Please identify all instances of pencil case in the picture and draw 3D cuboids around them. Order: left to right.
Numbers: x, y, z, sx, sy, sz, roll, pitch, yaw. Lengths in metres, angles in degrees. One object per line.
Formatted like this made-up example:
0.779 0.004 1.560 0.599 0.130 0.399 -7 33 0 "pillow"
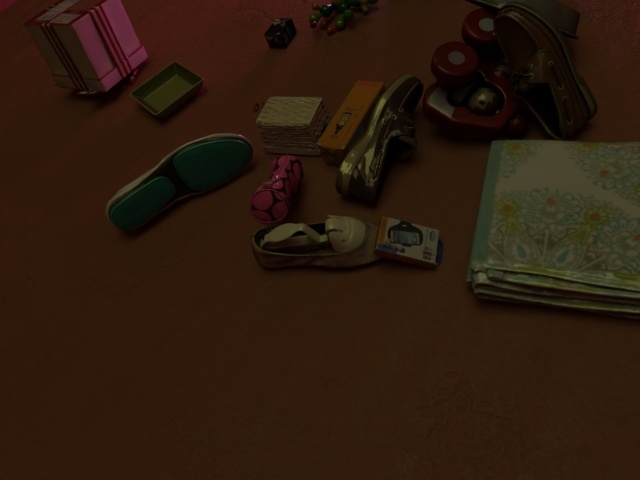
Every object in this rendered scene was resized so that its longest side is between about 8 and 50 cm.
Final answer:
-0.091 -0.121 1.182 0.095 0.098 0.209 -4 28 10 "pencil case"

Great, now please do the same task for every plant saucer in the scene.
-0.467 -0.457 1.637 0.188 0.045 0.188 -42 52 -13 "plant saucer"

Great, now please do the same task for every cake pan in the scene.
0.480 -0.552 1.258 0.294 0.054 0.293 17 26 -8 "cake pan"

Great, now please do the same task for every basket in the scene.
-0.066 -0.291 1.339 0.168 0.103 0.113 7 57 24 "basket"

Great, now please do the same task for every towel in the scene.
0.457 -0.041 0.990 0.321 0.090 0.374 7 58 20 "towel"

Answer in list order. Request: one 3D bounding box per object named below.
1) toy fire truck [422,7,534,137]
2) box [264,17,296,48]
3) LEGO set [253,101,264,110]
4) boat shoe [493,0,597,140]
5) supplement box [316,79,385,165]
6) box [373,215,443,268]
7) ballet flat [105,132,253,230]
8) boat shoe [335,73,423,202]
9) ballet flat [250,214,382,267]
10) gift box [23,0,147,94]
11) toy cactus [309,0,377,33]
0.390 -0.357 1.209 0.254 0.169 0.302 35 72 16 "toy fire truck"
-0.124 -0.644 1.651 0.062 0.052 0.083 14 62 29 "box"
-0.148 -0.374 1.486 0.083 0.023 0.054 15 58 43 "LEGO set"
0.453 -0.349 1.103 0.104 0.111 0.307 -42 95 -15 "boat shoe"
0.083 -0.288 1.304 0.078 0.080 0.233 16 60 29 "supplement box"
0.179 0.005 1.058 0.136 0.028 0.081 13 60 2 "box"
-0.364 -0.168 1.350 0.401 0.139 0.139 -31 51 -4 "ballet flat"
0.166 -0.230 1.213 0.123 0.123 0.341 25 70 23 "boat shoe"
0.000 0.000 1.101 0.317 0.106 0.107 -9 53 13 "ballet flat"
-0.763 -0.617 1.718 0.255 0.258 0.276 16 54 28 "gift box"
0.059 -0.726 1.629 0.219 0.112 0.180 -26 41 10 "toy cactus"
